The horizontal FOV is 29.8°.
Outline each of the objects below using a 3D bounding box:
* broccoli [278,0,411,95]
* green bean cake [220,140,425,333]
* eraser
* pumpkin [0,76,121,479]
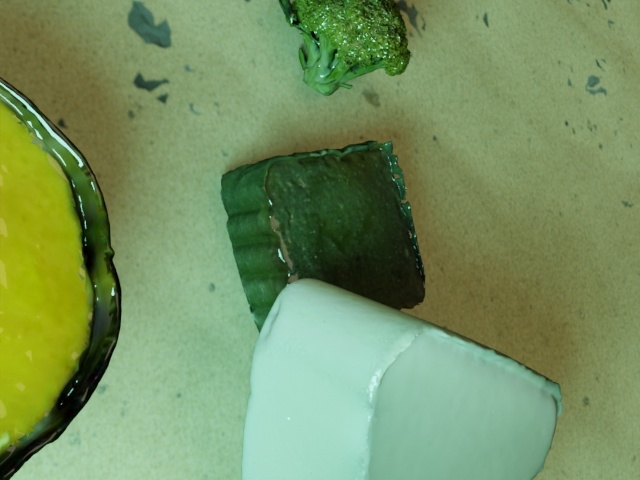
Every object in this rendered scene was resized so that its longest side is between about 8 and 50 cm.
[{"bbox_3d":[0.026,-0.202,1.192,0.120,0.130,0.131,-62,165,17],"label":"broccoli"},{"bbox_3d":[0.000,0.000,1.137,0.181,0.094,0.173,-17,94,-42],"label":"green bean cake"},{"bbox_3d":[0.080,0.181,1.076,0.331,0.150,0.331,-22,122,-42],"label":"eraser"},{"bbox_3d":[-0.279,0.045,0.802,0.256,0.225,0.303,38,60,-26],"label":"pumpkin"}]
